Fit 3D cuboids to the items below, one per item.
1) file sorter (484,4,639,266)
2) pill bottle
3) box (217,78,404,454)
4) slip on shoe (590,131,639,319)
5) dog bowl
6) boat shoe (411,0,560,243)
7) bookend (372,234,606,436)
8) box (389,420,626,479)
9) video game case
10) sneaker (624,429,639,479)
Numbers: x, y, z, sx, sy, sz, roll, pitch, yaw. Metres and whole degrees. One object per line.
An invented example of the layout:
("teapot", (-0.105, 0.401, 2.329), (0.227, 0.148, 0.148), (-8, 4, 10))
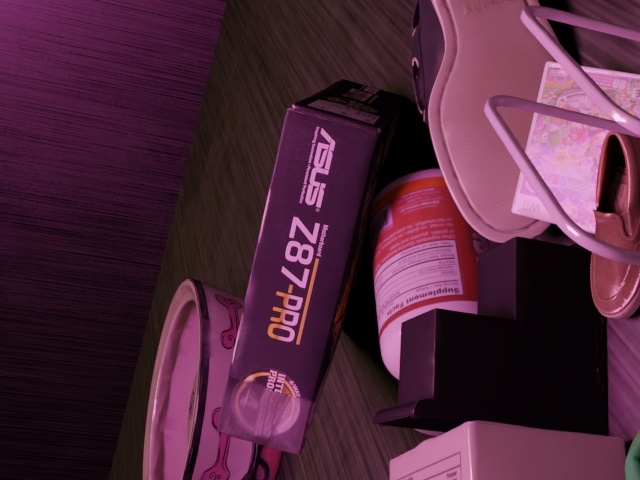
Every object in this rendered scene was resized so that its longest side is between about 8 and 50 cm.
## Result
("file sorter", (0.227, -0.134, 0.523), (0.193, 0.173, 0.278), (-106, 30, -54))
("pill bottle", (0.109, 0.054, 0.870), (0.121, 0.121, 0.216), (121, 152, -49))
("box", (0.000, 0.000, 1.062), (0.395, 0.097, 0.318), (-59, -15, -76))
("slip on shoe", (0.211, -0.013, 0.705), (0.051, 0.041, 0.135), (20, 100, 58))
("dog bowl", (-0.169, 0.269, 1.571), (0.408, 0.150, 0.408), (-171, 90, -73))
("boat shoe", (0.144, -0.146, 0.888), (0.113, 0.127, 0.340), (72, -176, -71))
("bookend", (0.128, 0.067, 0.746), (0.072, 0.157, 0.156), (143, 133, -65))
("box", (0.131, 0.258, 0.686), (0.148, 0.126, 0.232), (130, 146, -61))
("video game case", (0.199, -0.071, 0.758), (0.087, 0.011, 0.122), (17, 99, 35))
("sneaker", (0.197, 0.146, 0.524), (0.109, 0.123, 0.295), (-100, 32, -53))
